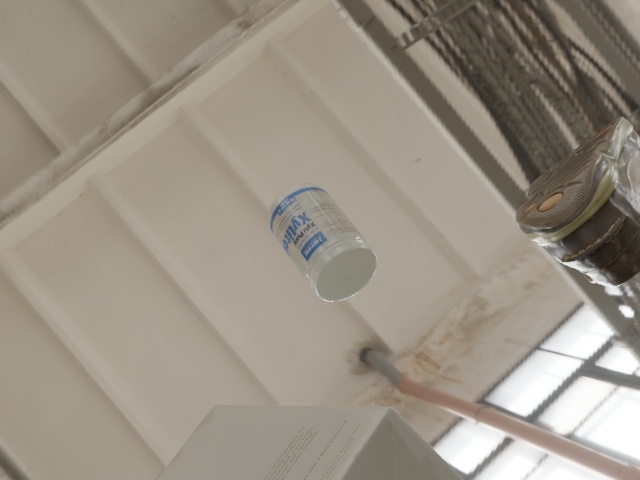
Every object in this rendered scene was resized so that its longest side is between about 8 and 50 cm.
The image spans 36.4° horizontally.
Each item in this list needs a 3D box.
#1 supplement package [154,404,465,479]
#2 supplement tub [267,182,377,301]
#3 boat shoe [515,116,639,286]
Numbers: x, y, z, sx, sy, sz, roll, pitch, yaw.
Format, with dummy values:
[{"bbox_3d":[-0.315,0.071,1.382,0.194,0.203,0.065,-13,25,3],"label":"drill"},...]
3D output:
[{"bbox_3d":[-0.016,0.248,0.757,0.175,0.293,0.177,46,-117,-16],"label":"supplement package"},{"bbox_3d":[0.000,0.000,0.949,0.071,0.107,0.071,-20,-43,-20],"label":"supplement tub"},{"bbox_3d":[0.305,-0.034,1.054,0.132,0.355,0.130,-39,-91,30],"label":"boat shoe"}]
